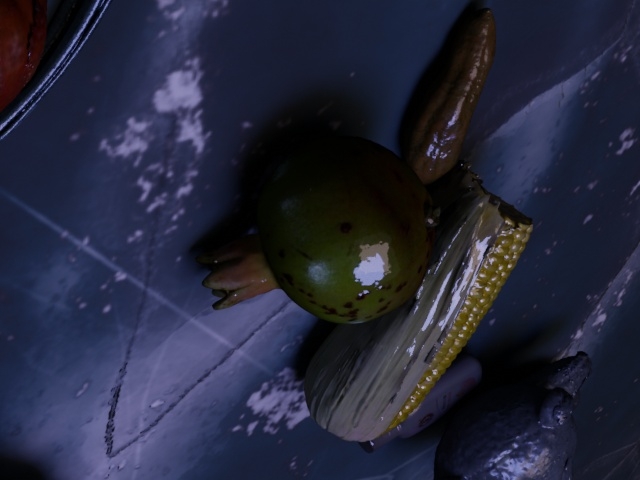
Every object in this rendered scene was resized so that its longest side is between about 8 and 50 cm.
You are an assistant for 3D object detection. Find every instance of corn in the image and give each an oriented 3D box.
[{"bbox_3d":[0.088,0.061,1.266,0.123,0.122,0.305,2,126,-50],"label":"corn"}]

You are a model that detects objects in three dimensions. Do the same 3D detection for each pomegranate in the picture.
[{"bbox_3d":[0.000,0.000,1.091,0.205,0.159,0.159,-19,147,7],"label":"pomegranate"}]

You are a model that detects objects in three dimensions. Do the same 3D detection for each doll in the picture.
[{"bbox_3d":[0.259,0.246,1.601,0.246,0.158,0.340,-50,160,11],"label":"doll"}]

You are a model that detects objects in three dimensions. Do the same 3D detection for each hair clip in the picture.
[{"bbox_3d":[-0.153,-0.153,0.833,0.070,0.039,0.229,1,126,-51],"label":"hair clip"}]

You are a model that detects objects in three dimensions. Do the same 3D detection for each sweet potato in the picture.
[{"bbox_3d":[0.112,-0.119,1.160,0.054,0.053,0.182,5,123,-29],"label":"sweet potato"}]

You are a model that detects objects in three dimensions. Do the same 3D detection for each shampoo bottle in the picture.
[{"bbox_3d":[0.113,0.190,1.510,0.165,0.040,0.080,-29,150,-27],"label":"shampoo bottle"}]

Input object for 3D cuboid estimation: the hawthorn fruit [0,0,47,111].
[{"bbox_3d":[-0.229,-0.109,0.709,0.148,0.148,0.172,-7,150,-45],"label":"hawthorn fruit"}]
